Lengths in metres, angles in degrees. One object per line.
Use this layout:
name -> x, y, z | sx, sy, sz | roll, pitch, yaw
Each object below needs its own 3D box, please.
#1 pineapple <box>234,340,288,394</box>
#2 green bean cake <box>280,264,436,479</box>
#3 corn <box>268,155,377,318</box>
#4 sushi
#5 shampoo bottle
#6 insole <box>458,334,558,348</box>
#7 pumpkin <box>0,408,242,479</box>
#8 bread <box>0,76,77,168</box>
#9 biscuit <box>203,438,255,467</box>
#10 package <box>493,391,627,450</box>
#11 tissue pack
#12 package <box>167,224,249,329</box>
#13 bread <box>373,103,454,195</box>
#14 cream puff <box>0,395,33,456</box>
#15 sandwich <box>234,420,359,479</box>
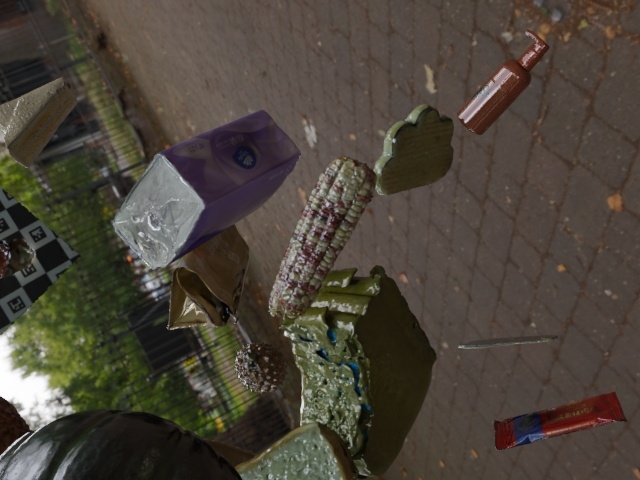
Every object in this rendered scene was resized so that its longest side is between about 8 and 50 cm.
pineapple -> -0.189, 0.380, 1.886 | 0.166, 0.166, 0.193 | 54, 173, 33
green bean cake -> 0.038, 0.231, 1.108 | 0.202, 0.285, 0.310 | -1, 126, 41
corn -> 0.000, 0.000, 0.828 | 0.079, 0.237, 0.079 | 24, -172, -4
sushi -> -0.820, 0.063, 1.506 | 0.320, 0.339, 0.069 | 40, 163, 0
shampoo bottle -> 0.418, -0.353, 1.404 | 0.244, 0.085, 0.085 | -51, 57, 27
insole -> 0.394, 0.217, 1.315 | 0.248, 0.081, 0.011 | -20, 79, 57
pumpkin -> -0.175, 0.265, 0.519 | 0.250, 0.250, 0.216 | 82, -163, -52
bread -> -0.514, -0.220, 1.148 | 0.105, 0.152, 0.077 | 55, 169, 21
biscuit -> -0.255, 0.613, 1.374 | 0.044, 0.217, 0.325 | -29, 44, 48
package -> 0.375, 0.288, 0.984 | 0.022, 0.200, 0.083 | 67, -161, -8
tissue pack -> -0.225, -0.106, 1.263 | 0.160, 0.338, 0.242 | 47, 130, 2
package -> -0.263, 0.078, 1.597 | 0.311, 0.165, 0.221 | -79, 2, -59
bread -> 0.224, -0.215, 1.438 | 0.056, 0.286, 0.207 | 28, 119, 36
cream puff -> -0.581, 0.392, 1.004 | 0.350, 0.229, 0.350 | -16, -90, -88
sandwich -> -0.029, 0.424, 0.885 | 0.273, 0.249, 0.095 | 59, 178, 15
